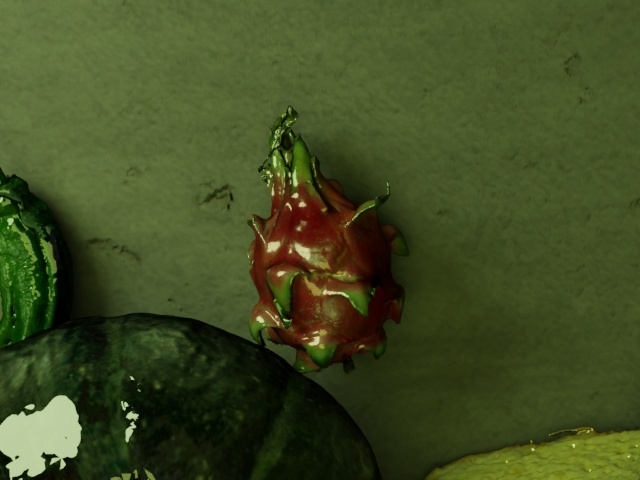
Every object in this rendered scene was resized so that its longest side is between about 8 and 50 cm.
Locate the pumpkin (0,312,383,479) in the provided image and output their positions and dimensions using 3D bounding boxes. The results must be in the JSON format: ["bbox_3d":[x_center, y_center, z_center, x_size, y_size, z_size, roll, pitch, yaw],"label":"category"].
[{"bbox_3d":[-0.151,0.285,1.648,0.454,0.344,0.454,1,106,4],"label":"pumpkin"}]

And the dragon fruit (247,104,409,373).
[{"bbox_3d":[0.003,0.000,1.692,0.137,0.135,0.236,-1,93,10],"label":"dragon fruit"}]

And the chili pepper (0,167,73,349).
[{"bbox_3d":[-0.280,0.029,1.752,0.122,0.065,0.278,5,105,0],"label":"chili pepper"}]

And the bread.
[{"bbox_3d":[0.202,0.253,1.711,0.229,0.143,0.139,-11,99,15],"label":"bread"}]
